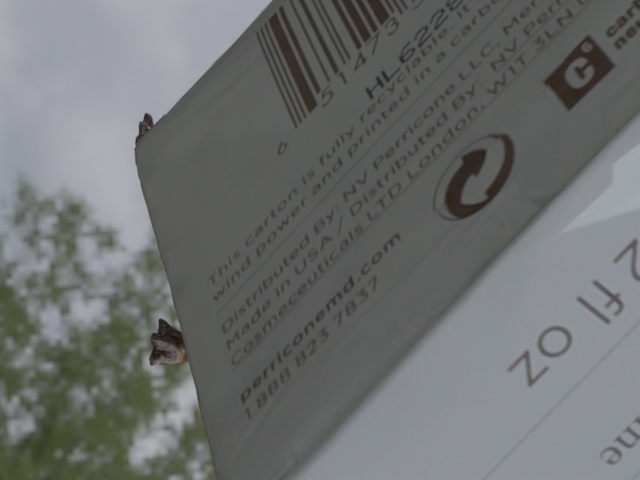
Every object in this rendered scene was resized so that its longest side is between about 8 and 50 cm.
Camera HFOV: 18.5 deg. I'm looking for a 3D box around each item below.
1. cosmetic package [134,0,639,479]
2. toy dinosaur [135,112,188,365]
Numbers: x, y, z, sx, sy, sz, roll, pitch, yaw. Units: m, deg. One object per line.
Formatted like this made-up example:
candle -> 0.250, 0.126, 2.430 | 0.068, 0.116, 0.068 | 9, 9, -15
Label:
cosmetic package -> 0.182, 0.020, 0.872 | 0.329, 0.394, 0.327 | -47, -152, 13
toy dinosaur -> 0.000, 0.000, 1.237 | 0.127, 0.200, 0.295 | -60, 153, -61
